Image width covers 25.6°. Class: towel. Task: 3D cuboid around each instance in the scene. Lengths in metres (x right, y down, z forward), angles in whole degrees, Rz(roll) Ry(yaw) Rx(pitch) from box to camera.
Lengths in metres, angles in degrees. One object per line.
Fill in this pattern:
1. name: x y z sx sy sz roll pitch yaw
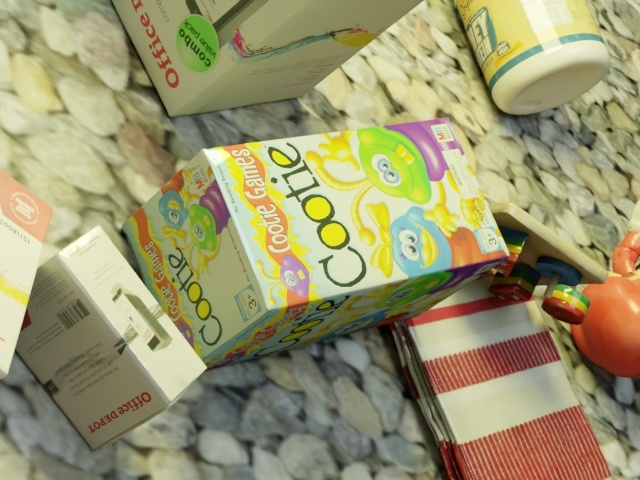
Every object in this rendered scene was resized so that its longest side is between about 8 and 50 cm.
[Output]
1. towel: 0.172 0.141 1.395 0.237 0.037 0.329 -7 70 -49

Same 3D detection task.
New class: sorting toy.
1. sorting toy: 0.180 0.015 1.369 0.274 0.132 0.046 34 73 -22

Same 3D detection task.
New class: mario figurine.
1. mario figurine: 0.409 0.062 1.586 0.198 0.170 0.320 28 24 21

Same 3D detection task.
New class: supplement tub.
1. supplement tub: 0.242 -0.265 1.667 0.144 0.144 0.200 0 64 -47

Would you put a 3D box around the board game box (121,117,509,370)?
1. board game box: 0.000 0.000 1.195 0.275 0.142 0.144 -12 73 -41

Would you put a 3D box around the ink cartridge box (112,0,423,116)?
1. ink cartridge box: -0.035 -0.268 1.274 0.197 0.270 0.198 -18 77 -49

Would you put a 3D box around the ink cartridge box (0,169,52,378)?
1. ink cartridge box: -0.259 0.030 0.947 0.115 0.067 0.198 39 37 -31

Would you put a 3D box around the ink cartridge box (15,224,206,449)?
1. ink cartridge box: -0.164 0.073 1.035 0.135 0.099 0.056 54 37 -5
